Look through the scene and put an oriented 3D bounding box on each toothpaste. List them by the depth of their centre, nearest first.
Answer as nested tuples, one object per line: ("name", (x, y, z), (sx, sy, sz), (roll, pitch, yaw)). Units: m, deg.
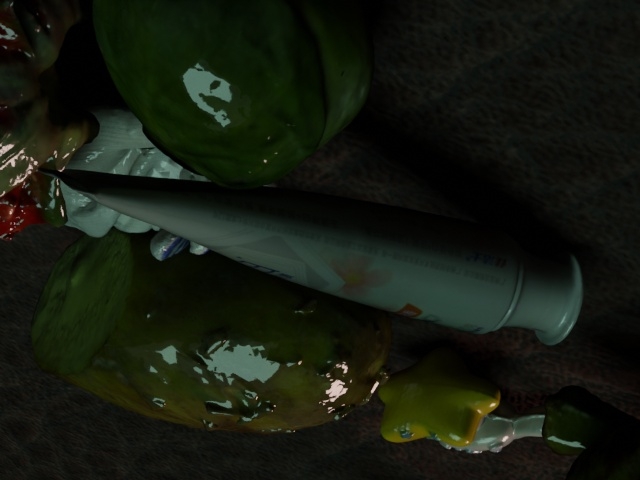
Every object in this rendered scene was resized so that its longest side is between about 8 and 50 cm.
("toothpaste", (0.000, 0.000, 1.035), (0.323, 0.066, 0.100), (14, -175, -20))

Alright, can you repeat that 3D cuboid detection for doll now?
("doll", (0.094, 0.120, 1.265), (0.113, 0.071, 0.135), (20, 161, -26))

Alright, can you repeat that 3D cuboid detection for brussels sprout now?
("brussels sprout", (-0.046, -0.097, 0.963), (0.145, 0.131, 0.183), (13, 155, 26))

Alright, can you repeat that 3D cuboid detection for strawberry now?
("strawberry", (-0.290, -0.109, 1.068), (0.306, 0.138, 0.233), (13, 121, 17))

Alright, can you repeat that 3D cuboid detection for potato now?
("potato", (-0.088, 0.061, 1.221), (0.298, 0.141, 0.176), (-2, 153, 37))

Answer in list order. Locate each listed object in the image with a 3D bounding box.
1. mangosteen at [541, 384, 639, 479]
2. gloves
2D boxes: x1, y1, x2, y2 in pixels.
("mangosteen", (0.285, 0.217, 1.070), (0.297, 0.313, 0.297), (0, 176, 0))
("gloves", (-0.121, -0.047, 1.136), (0.229, 0.097, 0.119), (12, 146, 34))
